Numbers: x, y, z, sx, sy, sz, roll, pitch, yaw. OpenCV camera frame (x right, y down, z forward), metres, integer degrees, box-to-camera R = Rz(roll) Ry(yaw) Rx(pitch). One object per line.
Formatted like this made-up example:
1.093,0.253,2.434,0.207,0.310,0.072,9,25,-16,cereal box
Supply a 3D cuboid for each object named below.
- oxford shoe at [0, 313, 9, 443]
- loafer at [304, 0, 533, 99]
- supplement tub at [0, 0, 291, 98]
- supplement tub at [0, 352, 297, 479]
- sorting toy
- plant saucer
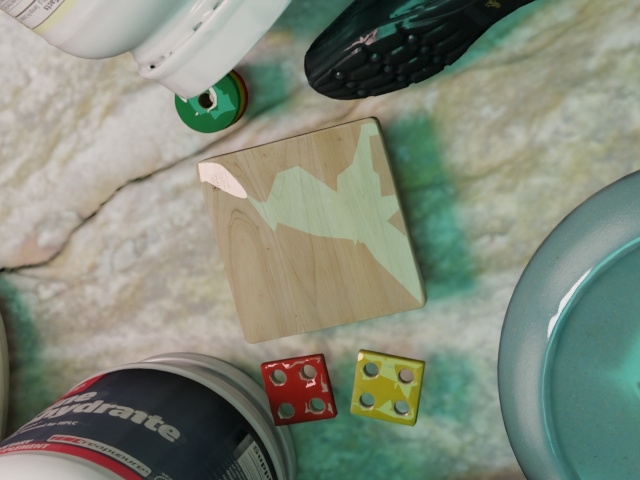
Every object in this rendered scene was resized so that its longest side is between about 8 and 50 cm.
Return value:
-0.306,0.240,1.074,0.169,0.130,0.449,3,103,21,oxford shoe
0.082,-0.168,0.921,0.223,0.076,0.078,-32,58,22,loafer
-0.155,-0.254,0.833,0.325,0.235,0.235,34,110,-19,supplement tub
-0.132,0.192,0.947,0.191,0.272,0.191,3,103,14,supplement tub
0.000,0.000,0.987,0.132,0.046,0.274,-13,98,17,sorting toy
0.272,0.100,0.941,0.318,0.044,0.317,3,103,14,plant saucer
